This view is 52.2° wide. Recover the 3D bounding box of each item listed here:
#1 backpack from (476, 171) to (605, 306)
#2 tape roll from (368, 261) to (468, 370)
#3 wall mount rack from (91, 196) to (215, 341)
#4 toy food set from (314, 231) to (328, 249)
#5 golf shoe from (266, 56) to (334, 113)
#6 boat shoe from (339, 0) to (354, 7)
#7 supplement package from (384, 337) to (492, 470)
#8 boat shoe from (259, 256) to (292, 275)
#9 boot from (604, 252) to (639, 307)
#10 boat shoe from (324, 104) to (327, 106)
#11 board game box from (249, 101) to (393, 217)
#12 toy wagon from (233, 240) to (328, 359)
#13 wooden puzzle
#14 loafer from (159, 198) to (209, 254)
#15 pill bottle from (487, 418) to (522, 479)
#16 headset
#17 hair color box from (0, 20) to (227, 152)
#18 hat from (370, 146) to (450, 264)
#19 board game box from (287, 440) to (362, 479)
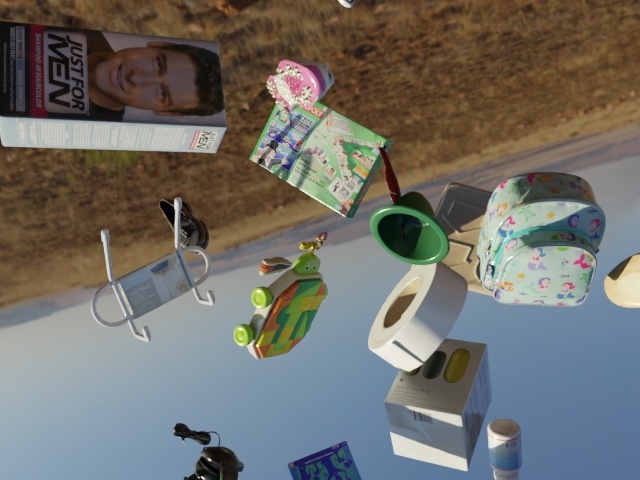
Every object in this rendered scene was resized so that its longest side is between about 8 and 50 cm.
[{"bbox_3d":[0.423,0.000,1.255,0.225,0.254,0.191,3,-142,2],"label":"backpack"},{"bbox_3d":[0.240,0.182,1.626,0.286,0.100,0.286,-53,-173,10],"label":"tape roll"},{"bbox_3d":[-0.418,0.071,1.657,0.350,0.304,0.130,-29,-162,-34],"label":"wall mount rack"},{"bbox_3d":[0.000,0.000,2.342,0.078,0.019,0.122,-57,-170,0],"label":"toy food set"},{"bbox_3d":[-0.026,-0.364,1.455,0.140,0.115,0.306,-30,-165,-12],"label":"golf shoe"},{"bbox_3d":[0.051,-0.579,1.418,0.049,0.142,0.040,-6,169,-31],"label":"boat shoe"},{"bbox_3d":[0.314,0.412,1.700,0.199,0.198,0.263,4,-146,28],"label":"supplement package"},{"bbox_3d":[-0.132,0.077,1.923,0.049,0.043,0.137,28,-164,26],"label":"boat shoe"},{"bbox_3d":[0.705,0.039,1.214,0.211,0.104,0.295,-10,162,-35],"label":"boot"},{"bbox_3d":[-0.035,-0.433,2.118,0.080,0.076,0.228,-1,-158,-21],"label":"boat shoe"},{"bbox_3d":[-0.004,-0.223,1.623,0.317,0.214,0.046,33,-169,22],"label":"board game box"},{"bbox_3d":[-0.081,0.162,1.742,0.068,0.345,0.267,37,-159,30],"label":"toy wagon"},{"bbox_3d":[0.462,-0.002,1.914,0.321,0.348,0.081,14,-146,-8],"label":"wooden puzzle"},{"bbox_3d":[-0.458,-0.050,2.150,0.095,0.109,0.302,24,-166,-37],"label":"loafer"},{"bbox_3d":[0.501,0.573,1.769,0.087,0.160,0.087,-6,-163,2],"label":"pill bottle"},{"bbox_3d":[-0.343,0.676,1.856,0.243,0.185,0.394,-56,-160,14],"label":"headset"},{"bbox_3d":[-0.368,-0.267,1.170,0.374,0.186,0.113,-1,161,-23],"label":"hair color box"},{"bbox_3d":[0.212,-0.080,1.418,0.172,0.209,0.184,-5,-136,37],"label":"hat"},{"bbox_3d":[0.029,0.620,1.592,0.160,0.210,0.047,-18,153,-14],"label":"board game box"}]
